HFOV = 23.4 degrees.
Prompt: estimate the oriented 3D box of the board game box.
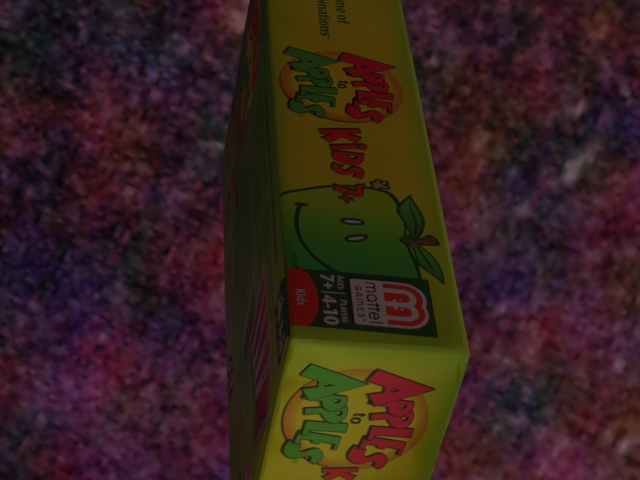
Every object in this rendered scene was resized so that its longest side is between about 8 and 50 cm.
[{"bbox_3d":[0.000,0.000,0.439,0.181,0.043,0.092,-96,-165,-50],"label":"board game box"}]
